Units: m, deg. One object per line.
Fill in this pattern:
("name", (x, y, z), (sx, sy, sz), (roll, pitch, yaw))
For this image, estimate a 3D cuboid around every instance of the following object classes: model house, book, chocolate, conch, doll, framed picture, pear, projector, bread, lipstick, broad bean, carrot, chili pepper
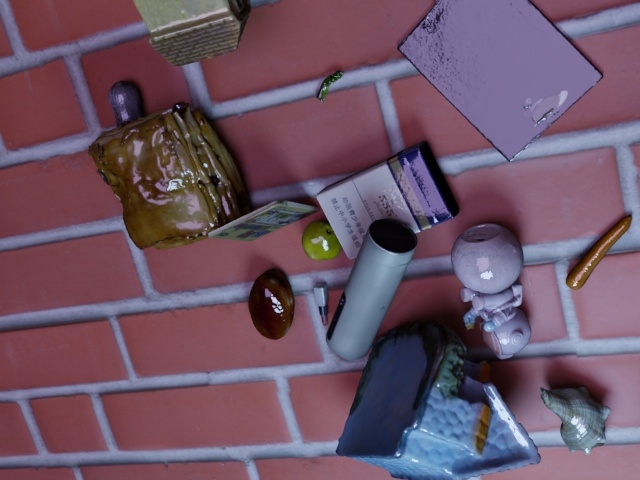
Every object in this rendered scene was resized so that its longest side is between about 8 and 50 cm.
("model house", (0.279, 0.371, 1.776), (0.339, 0.297, 0.360), (28, 157, -13))
("book", (-0.121, -0.041, 1.862), (0.192, 0.168, 0.013), (-24, 75, 27))
("chocolate", (-0.434, -0.280, 1.948), (0.072, 0.072, 0.167), (-5, 104, 23))
("conch", (0.530, 0.353, 1.777), (0.114, 0.137, 0.234), (-33, 104, 2))
("doll", (0.358, 0.110, 1.745), (0.151, 0.151, 0.287), (-9, 112, 24))
("framed picture", (0.339, -0.344, 1.653), (0.324, 0.013, 0.244), (46, 118, 1))
("pear", (0.000, 0.000, 1.872), (0.092, 0.092, 0.097), (51, 134, -1))
("projector", (0.103, 0.108, 1.810), (0.108, 0.108, 0.337), (28, 131, 10))
("bread", (-0.329, -0.117, 1.878), (0.277, 0.167, 0.324), (-17, 116, 20))
("lipstick", (0.004, 0.149, 1.954), (0.025, 0.025, 0.107), (3, 115, 22))
("model house", (-0.225, -0.508, 1.672), (0.261, 0.321, 0.266), (-13, 119, 13))
("broad bean", (-0.114, 0.151, 1.972), (0.114, 0.084, 0.165), (29, 124, 28))
("carrot", (0.547, 0.022, 1.688), (0.037, 0.037, 0.190), (36, 116, 6))
("chili pepper", (0.018, -0.325, 1.783), (0.083, 0.022, 0.027), (-50, 53, 29))

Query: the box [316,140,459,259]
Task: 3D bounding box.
("box", (0.140, -0.081, 1.792), (0.259, 0.071, 0.168), (-23, 100, 26))
